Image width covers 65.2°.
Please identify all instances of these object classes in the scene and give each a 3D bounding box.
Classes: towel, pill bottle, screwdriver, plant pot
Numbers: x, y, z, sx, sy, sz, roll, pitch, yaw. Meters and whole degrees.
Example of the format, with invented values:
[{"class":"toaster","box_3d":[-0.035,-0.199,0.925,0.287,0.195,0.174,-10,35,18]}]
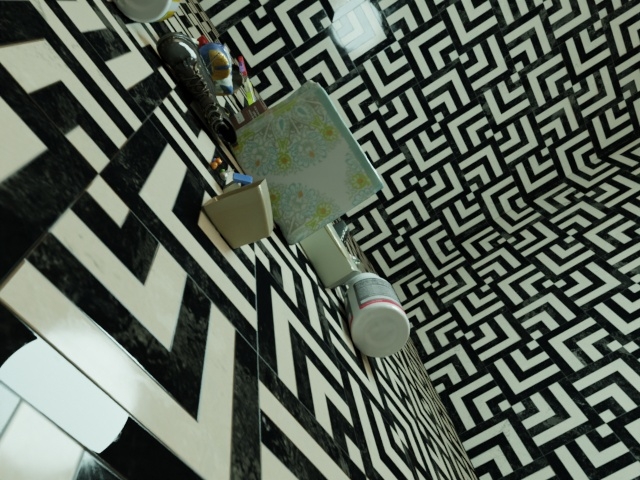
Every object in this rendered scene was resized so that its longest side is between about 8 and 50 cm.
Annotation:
[{"class":"towel","box_3d":[-0.047,-0.224,1.423,0.375,0.320,0.090,58,5,3]},{"class":"pill bottle","box_3d":[0.168,0.220,1.602,0.176,0.176,0.318,56,8,-17]},{"class":"pill bottle","box_3d":[-0.422,-0.615,1.237,0.136,0.136,0.246,55,8,-25]},{"class":"screwdriver","box_3d":[-0.314,-0.475,1.380,0.025,0.170,0.024,-14,85,-45]},{"class":"plant pot","box_3d":[-0.140,-0.047,0.932,0.109,0.109,0.096,-92,162,-76]}]

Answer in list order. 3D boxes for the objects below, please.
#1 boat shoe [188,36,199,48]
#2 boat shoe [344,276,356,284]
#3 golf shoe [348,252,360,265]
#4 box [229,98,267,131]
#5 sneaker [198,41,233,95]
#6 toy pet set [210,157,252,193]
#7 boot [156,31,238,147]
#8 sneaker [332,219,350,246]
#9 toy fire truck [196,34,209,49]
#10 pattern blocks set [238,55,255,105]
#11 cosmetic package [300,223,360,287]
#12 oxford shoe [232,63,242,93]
[{"class":"boat shoe","box_3d":[-0.403,-0.561,1.484,0.233,0.084,0.079,-122,-145,-67]},{"class":"boat shoe","box_3d":[0.033,0.043,1.768,0.268,0.096,0.088,59,11,13]},{"class":"golf shoe","box_3d":[0.077,0.067,1.944,0.120,0.105,0.273,53,5,15]},{"class":"box","box_3d":[-0.151,-0.289,1.734,0.191,0.143,0.381,62,10,26]},{"class":"sneaker","box_3d":[-0.322,-0.537,1.491,0.296,0.111,0.131,162,-73,-81]},{"class":"toy pet set","box_3d":[-0.186,-0.137,1.127,0.122,0.065,0.114,55,8,-23]},{"class":"boot","box_3d":[-0.298,-0.379,1.278,0.229,0.091,0.263,61,5,26]},{"class":"sneaker","box_3d":[0.095,0.003,2.255,0.222,0.118,0.083,63,8,33]},{"class":"toy fire truck","box_3d":[-0.434,-0.715,1.943,0.192,0.047,0.135,59,6,-3]},{"class":"pattern blocks set","box_3d":[-0.294,-0.608,2.149,0.285,0.026,0.325,-106,-178,-59]},{"class":"cosmetic package","box_3d":[0.000,0.000,1.648,0.309,0.113,0.160,59,7,12]},{"class":"oxford shoe","box_3d":[-0.374,-0.676,2.144,0.212,0.076,0.076,-98,-162,-47]}]
